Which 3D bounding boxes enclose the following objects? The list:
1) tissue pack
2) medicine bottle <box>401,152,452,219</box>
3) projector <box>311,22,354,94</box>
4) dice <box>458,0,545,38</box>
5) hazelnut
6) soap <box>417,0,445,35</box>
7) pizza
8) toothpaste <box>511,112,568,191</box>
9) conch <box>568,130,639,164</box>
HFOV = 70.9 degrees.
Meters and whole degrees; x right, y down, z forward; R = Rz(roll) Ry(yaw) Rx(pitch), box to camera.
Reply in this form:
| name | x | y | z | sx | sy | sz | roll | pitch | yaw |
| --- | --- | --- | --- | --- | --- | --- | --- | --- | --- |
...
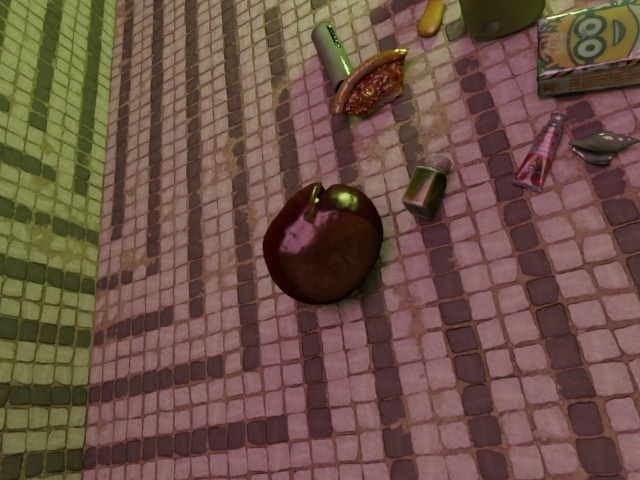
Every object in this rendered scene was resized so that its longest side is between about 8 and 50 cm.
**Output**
| name | x | y | z | sx | sy | sz | roll | pitch | yaw |
| --- | --- | --- | --- | --- | --- | --- | --- | --- | --- |
| tissue pack | 0.810 | -0.565 | 1.328 | 0.310 | 0.128 | 0.228 | 0 | 71 | 28 |
| medicine bottle | 0.345 | -0.178 | 1.445 | 0.088 | 0.132 | 0.189 | 21 | 83 | 33 |
| projector | 0.057 | -0.729 | 1.815 | 0.108 | 0.108 | 0.338 | -28 | 62 | 18 |
| dice | 0.584 | -0.850 | 1.480 | 0.249 | 0.254 | 0.252 | -12 | 69 | 28 |
| hazelnut | 0.000 | 0.000 | 1.456 | 0.359 | 0.359 | 0.410 | 33 | 82 | 33 |
| soap | 0.423 | -0.846 | 1.697 | 0.089 | 0.033 | 0.169 | 20 | 83 | 31 |
| pizza | 0.195 | -0.575 | 1.671 | 0.365 | 0.074 | 0.182 | -33 | 90 | 6 |
| toothpaste | 0.667 | -0.265 | 1.352 | 0.089 | 0.057 | 0.234 | 26 | 94 | 32 |
| conch | 0.804 | -0.266 | 1.274 | 0.180 | 0.088 | 0.065 | 2 | 30 | 36 |
